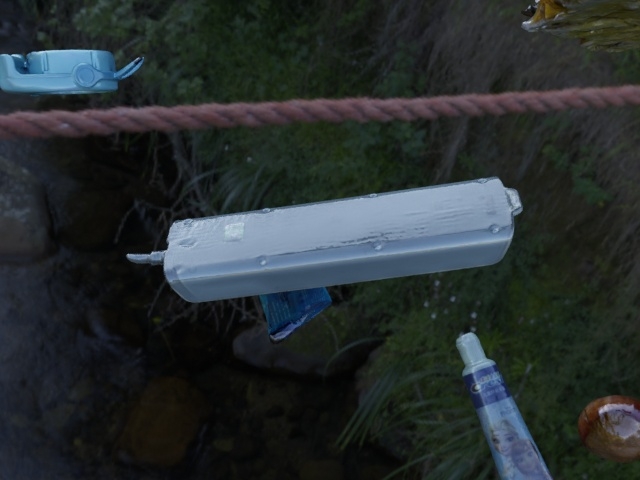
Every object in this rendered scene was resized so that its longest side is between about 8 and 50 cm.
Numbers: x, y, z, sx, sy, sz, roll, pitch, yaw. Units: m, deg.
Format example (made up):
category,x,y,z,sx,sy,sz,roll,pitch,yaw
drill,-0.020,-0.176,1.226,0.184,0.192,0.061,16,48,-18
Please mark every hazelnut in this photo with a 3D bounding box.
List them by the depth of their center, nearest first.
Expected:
category,x,y,z,sx,sy,sz,roll,pitch,yaw
hazelnut,0.343,0.211,0.857,0.086,0.086,0.086,12,36,-9

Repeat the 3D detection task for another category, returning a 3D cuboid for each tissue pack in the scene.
category,x,y,z,sx,sy,sz,roll,pitch,yaw
tissue pack,-0.034,0.042,0.793,0.085,0.138,0.028,-30,39,-18

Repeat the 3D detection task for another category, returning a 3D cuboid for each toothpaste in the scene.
category,x,y,z,sx,sy,sz,roll,pitch,yaw
toothpaste,0.193,0.199,0.776,0.062,0.037,0.216,-17,76,-15

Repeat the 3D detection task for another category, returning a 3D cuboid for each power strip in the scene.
category,x,y,z,sx,sy,sz,roll,pitch,yaw
power strip,0.000,0.000,0.477,0.253,0.027,0.060,-8,44,5

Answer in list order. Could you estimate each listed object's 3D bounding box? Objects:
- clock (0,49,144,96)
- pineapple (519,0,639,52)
category,x,y,z,sx,sy,sz,roll,pitch,yaw
clock,-0.264,-0.182,0.811,0.147,0.045,0.108,-4,11,-7
pineapple,0.207,-0.127,0.363,0.221,0.047,0.221,-3,7,0
